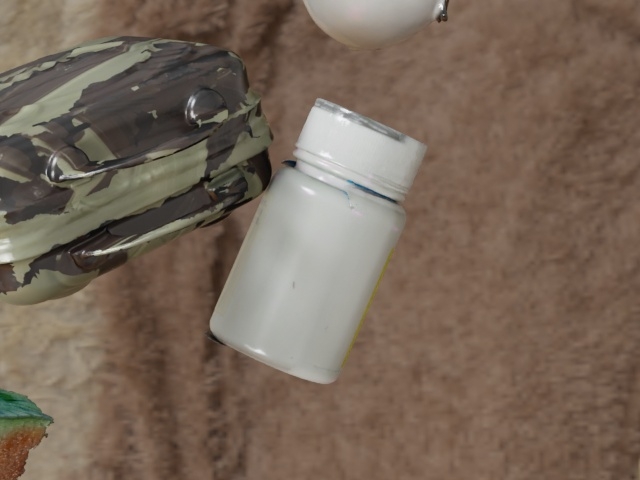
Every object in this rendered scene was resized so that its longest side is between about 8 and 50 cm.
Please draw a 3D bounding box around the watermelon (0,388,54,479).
[{"bbox_3d":[-0.328,0.165,1.158,0.231,0.146,0.128,-43,76,0],"label":"watermelon"}]

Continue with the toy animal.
[{"bbox_3d":[0.045,-0.329,1.781,0.235,0.187,0.165,56,28,-11],"label":"toy animal"}]

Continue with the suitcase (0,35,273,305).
[{"bbox_3d":[-0.220,-0.063,1.501,0.351,0.339,0.194,-29,117,-36],"label":"suitcase"}]

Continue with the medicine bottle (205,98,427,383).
[{"bbox_3d":[0.000,0.000,1.570,0.143,0.143,0.258,20,94,-37],"label":"medicine bottle"}]
